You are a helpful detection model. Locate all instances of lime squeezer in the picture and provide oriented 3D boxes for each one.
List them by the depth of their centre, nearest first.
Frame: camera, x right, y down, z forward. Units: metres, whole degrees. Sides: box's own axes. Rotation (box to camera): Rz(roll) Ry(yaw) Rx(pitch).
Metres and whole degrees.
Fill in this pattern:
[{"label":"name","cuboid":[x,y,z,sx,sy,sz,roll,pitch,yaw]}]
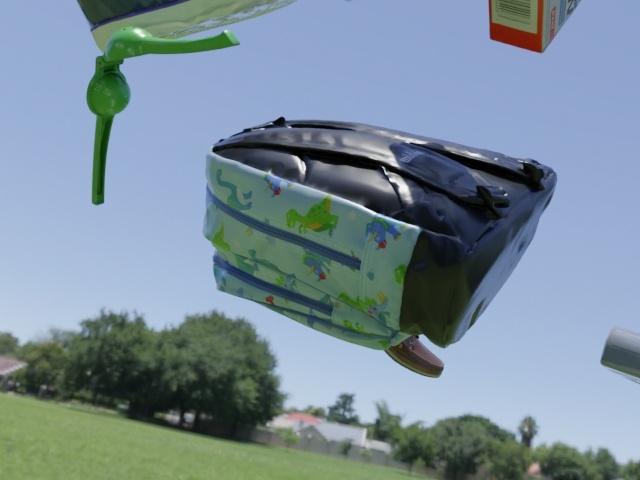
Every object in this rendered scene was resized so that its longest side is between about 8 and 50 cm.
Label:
[{"label":"lime squeezer","cuboid":[-0.205,-0.163,0.841,0.110,0.059,0.310,45,-52,-9]}]

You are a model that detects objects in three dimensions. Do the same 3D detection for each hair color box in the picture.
[{"label":"hair color box","cuboid":[0.199,-0.245,0.621,0.053,0.167,0.093,24,-25,28]}]

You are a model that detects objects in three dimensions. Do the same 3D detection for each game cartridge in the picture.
[{"label":"game cartridge","cuboid":[0.447,0.168,0.879,0.196,0.060,0.294,13,-8,43]}]

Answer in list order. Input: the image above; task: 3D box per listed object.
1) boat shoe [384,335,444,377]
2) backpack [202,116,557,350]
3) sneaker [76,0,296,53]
[{"label":"boat shoe","cuboid":[0.141,0.173,1.320,0.178,0.060,0.064,34,19,10]},{"label":"backpack","cuboid":[0.031,-0.022,0.839,0.355,0.273,0.290,28,34,19]},{"label":"sneaker","cuboid":[-0.164,-0.384,0.936,0.322,0.236,0.130,-18,11,-7]}]
